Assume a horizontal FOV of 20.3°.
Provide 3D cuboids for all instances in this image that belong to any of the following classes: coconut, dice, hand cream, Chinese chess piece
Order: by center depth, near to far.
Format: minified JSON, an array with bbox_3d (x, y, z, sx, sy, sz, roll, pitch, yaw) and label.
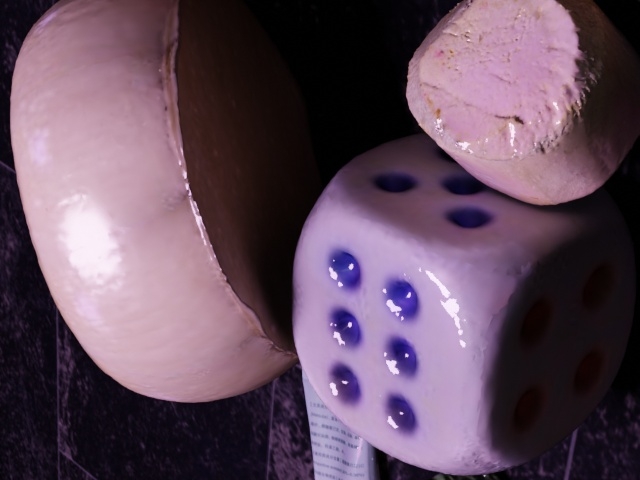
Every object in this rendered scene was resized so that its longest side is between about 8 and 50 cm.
[{"bbox_3d":[0.144,-0.099,1.206,0.147,0.152,0.147,-7,74,26],"label":"coconut"},{"bbox_3d":[0.104,0.042,1.298,0.194,0.192,0.193,27,130,36],"label":"dice"},{"bbox_3d":[-0.104,-0.044,1.378,0.140,0.338,0.338,-13,102,17],"label":"Chinese chess piece"},{"bbox_3d":[0.029,0.268,1.616,0.085,0.058,0.331,14,120,47],"label":"hand cream"}]

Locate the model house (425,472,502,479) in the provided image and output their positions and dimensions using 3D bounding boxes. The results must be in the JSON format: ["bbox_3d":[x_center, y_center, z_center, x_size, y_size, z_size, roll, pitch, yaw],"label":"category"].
[{"bbox_3d":[0.121,0.320,1.428,0.211,0.194,0.170,41,134,29],"label":"model house"}]
